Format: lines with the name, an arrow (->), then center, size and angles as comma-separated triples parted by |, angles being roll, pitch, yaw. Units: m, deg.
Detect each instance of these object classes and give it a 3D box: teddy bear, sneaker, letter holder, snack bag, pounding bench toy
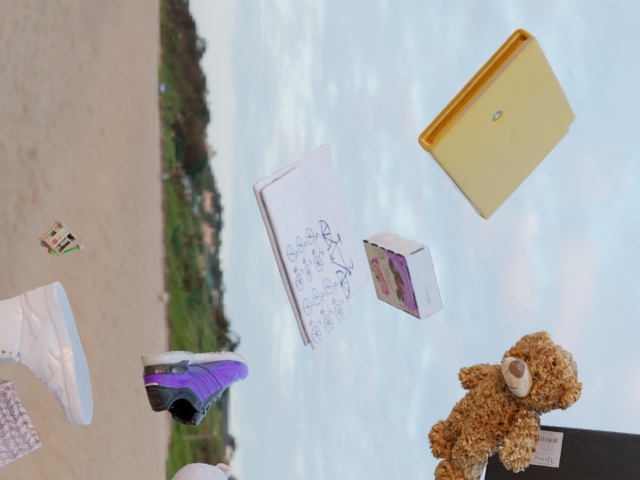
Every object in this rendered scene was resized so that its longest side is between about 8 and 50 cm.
teddy bear -> 0.294, 0.298, 1.673 | 0.338, 0.113, 0.245 | -42, -156, 44
sneaker -> -0.567, 0.246, 1.946 | 0.108, 0.169, 0.293 | 93, -19, -84
sneaker -> -0.254, 0.304, 1.976 | 0.293, 0.102, 0.146 | 12, 68, -54
letter holder -> 0.500, 0.492, 1.946 | 0.214, 0.301, 0.152 | 68, 32, -46
snack bag -> 0.000, 0.000, 1.873 | 0.342, 0.037, 0.323 | -38, 113, -61
pounding bench toy -> -0.579, 0.009, 2.172 | 0.083, 0.065, 0.052 | 50, -22, -26

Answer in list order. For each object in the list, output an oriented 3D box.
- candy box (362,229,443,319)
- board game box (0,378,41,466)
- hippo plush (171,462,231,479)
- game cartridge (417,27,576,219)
candy box -> 0.192, 0.078, 2.279 | 0.196, 0.070, 0.165 | 23, -47, 60
board game box -> -0.716, 0.388, 1.931 | 0.291, 0.232, 0.141 | -12, -78, 63
hippo plush -> -0.188, 0.547, 1.892 | 0.294, 0.234, 0.237 | 83, -8, -64
game cartridge -> 0.352, -0.214, 1.879 | 0.052, 0.285, 0.323 | 44, 2, 35
